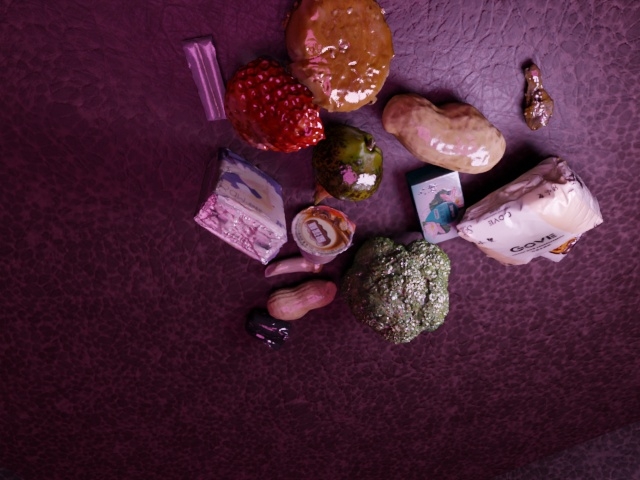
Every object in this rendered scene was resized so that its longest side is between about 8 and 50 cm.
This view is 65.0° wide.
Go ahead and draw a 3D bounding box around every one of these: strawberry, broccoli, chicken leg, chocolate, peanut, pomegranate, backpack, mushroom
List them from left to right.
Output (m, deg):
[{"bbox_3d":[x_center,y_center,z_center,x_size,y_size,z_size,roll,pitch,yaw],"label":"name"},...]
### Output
[{"bbox_3d":[-0.192,0.319,1.845,0.165,0.106,0.120,32,138,-6],"label":"backpack"},{"bbox_3d":[-0.133,-0.322,1.300,0.149,0.336,0.265,-35,130,-21],"label":"strawberry"},{"bbox_3d":[-0.091,0.089,1.729,0.209,0.084,0.071,-9,84,7],"label":"mushroom"},{"bbox_3d":[-0.064,0.209,1.783,0.256,0.123,0.124,-17,123,1],"label":"peanut"},{"bbox_3d":[0.004,-0.004,1.633,0.221,0.221,0.147,-1,150,-5],"label":"chocolate"},{"bbox_3d":[0.074,-0.209,1.485,0.203,0.222,0.276,-10,157,-8],"label":"pomegranate"},{"bbox_3d":[0.248,0.164,1.659,0.413,0.321,0.310,-33,138,27],"label":"broccoli"},{"bbox_3d":[0.358,-0.312,1.448,0.387,0.169,0.192,15,105,-14],"label":"peanut"},{"bbox_3d":[0.634,-0.423,1.471,0.085,0.069,0.198,-8,120,28],"label":"chicken leg"}]

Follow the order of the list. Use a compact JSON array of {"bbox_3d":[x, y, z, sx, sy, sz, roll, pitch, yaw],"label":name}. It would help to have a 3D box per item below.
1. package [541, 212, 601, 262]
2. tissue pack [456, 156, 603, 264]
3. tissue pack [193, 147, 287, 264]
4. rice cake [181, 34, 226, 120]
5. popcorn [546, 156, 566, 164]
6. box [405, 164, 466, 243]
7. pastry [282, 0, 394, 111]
[{"bbox_3d":[0.847,-0.030,1.763,0.154,0.030,0.239,17,121,-14],"label":"package"},{"bbox_3d":[0.667,-0.073,1.594,0.390,0.195,0.375,21,135,-41],"label":"tissue pack"},{"bbox_3d":[-0.219,-0.105,1.419,0.242,0.344,0.125,34,112,-23],"label":"tissue pack"},{"bbox_3d":[-0.304,-0.438,1.375,0.085,0.040,0.226,-12,123,2],"label":"rice cake"},{"bbox_3d":[0.746,-0.226,1.609,0.082,0.057,0.083,-18,126,7],"label":"popcorn"},{"bbox_3d":[0.379,-0.119,1.621,0.153,0.092,0.245,-19,123,7],"label":"box"},{"bbox_3d":[0.037,-0.488,1.286,0.284,0.184,0.316,-29,120,-12],"label":"pastry"}]
